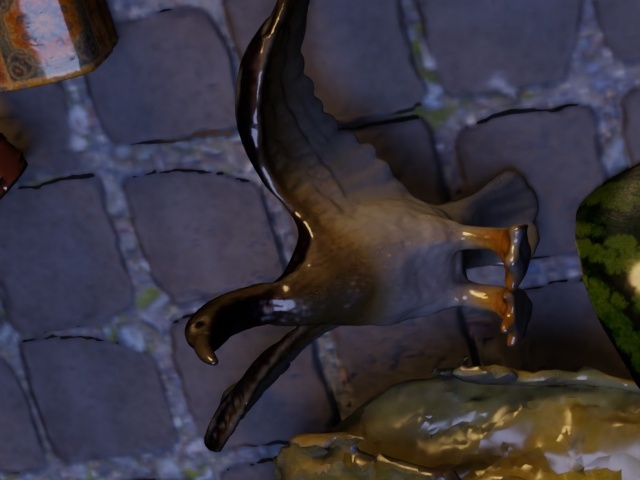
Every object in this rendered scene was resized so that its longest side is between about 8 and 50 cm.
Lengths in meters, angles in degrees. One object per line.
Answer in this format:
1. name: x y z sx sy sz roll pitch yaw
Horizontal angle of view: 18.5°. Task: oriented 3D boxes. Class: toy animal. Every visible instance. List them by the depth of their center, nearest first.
1. toy animal: 0.014 0.003 0.862 0.160 0.197 0.272 4 112 8

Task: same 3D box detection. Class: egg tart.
1. egg tart: 0.101 0.179 0.948 0.297 0.132 0.297 9 132 10

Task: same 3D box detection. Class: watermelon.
1. watermelon: 0.192 0.021 0.897 0.135 0.125 0.094 -21 141 2

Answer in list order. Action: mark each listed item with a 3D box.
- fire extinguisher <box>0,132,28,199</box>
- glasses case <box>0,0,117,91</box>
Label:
1. fire extinguisher: -0.265 -0.095 0.914 0.105 0.105 0.269 -39 102 26
2. glasses case: -0.161 -0.175 0.881 0.075 0.049 0.218 -9 113 16
